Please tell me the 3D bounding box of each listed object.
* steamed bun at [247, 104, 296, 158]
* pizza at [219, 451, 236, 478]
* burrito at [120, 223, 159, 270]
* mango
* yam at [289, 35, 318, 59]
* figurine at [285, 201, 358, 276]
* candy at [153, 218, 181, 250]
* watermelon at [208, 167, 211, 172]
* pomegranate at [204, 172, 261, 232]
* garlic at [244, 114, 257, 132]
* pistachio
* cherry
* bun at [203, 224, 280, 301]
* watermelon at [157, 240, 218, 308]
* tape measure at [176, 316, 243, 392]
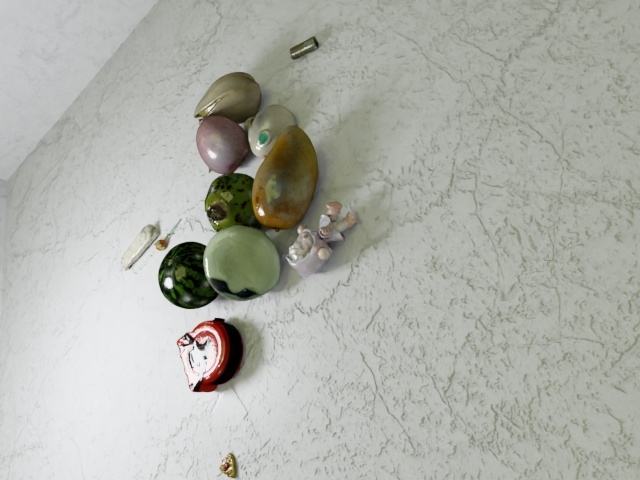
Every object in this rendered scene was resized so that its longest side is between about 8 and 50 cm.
[{"bbox_3d":[-0.207,-0.444,1.741,0.177,0.130,0.228,32,92,37],"label":"steamed bun"},{"bbox_3d":[-0.322,0.776,1.471,0.078,0.025,0.083,-34,58,19],"label":"pizza"},{"bbox_3d":[-0.891,0.036,2.108,0.275,0.059,0.082,-46,69,15],"label":"burrito"},{"bbox_3d":[-0.124,-0.218,1.549,0.221,0.199,0.385,11,88,3],"label":"mango"},{"bbox_3d":[-0.068,-0.808,1.816,0.132,0.054,0.054,-11,68,33],"label":"yam"},{"bbox_3d":[0.000,0.001,1.445,0.276,0.133,0.200,-49,41,6],"label":"figurine"},{"bbox_3d":[-0.708,-0.029,2.018,0.055,0.049,0.185,38,92,8],"label":"candy"},{"bbox_3d":[-0.489,-0.435,1.989,0.119,0.063,0.245,-25,65,48],"label":"watermelon"},{"bbox_3d":[-0.331,-0.128,1.645,0.254,0.270,0.255,9,114,21],"label":"pomegranate"},{"bbox_3d":[-0.283,-0.487,1.833,0.074,0.113,0.094,24,123,19],"label":"garlic"},{"bbox_3d":[-0.406,-0.600,1.887,0.331,0.226,0.208,-22,103,18],"label":"pistachio"},{"bbox_3d":[-0.419,-0.400,1.799,0.239,0.239,0.206,-1,52,35],"label":"cherry"},{"bbox_3d":[-0.279,0.076,1.574,0.282,0.179,0.284,0,96,0],"label":"bun"},{"bbox_3d":[-0.499,0.136,1.675,0.268,0.269,0.269,-12,68,32],"label":"watermelon"},{"bbox_3d":[-0.408,0.412,1.601,0.260,0.114,0.253,-41,56,17],"label":"tape measure"}]
